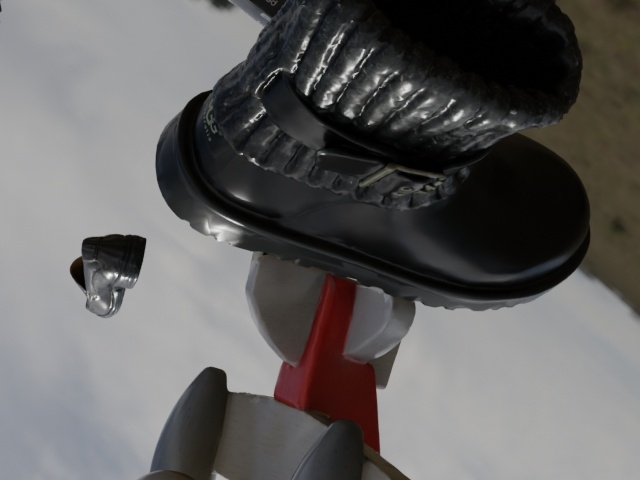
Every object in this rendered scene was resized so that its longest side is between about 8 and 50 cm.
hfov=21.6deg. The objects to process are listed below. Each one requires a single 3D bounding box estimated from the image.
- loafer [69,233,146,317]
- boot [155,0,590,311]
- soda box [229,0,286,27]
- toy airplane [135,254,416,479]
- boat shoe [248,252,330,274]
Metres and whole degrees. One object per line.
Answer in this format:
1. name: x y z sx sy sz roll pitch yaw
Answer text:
1. loafer: -0.220 0.031 1.672 0.061 0.062 0.170 14 153 -12
2. boot: 0.093 -0.069 1.061 0.348 0.260 0.131 8 -120 -32
3. soda box: -0.085 -0.244 1.367 0.169 0.060 0.053 36 174 -16
4. toy airplane: -0.041 0.201 1.412 0.272 0.386 0.384 -5 -129 -21
5. boat shoe: 0.001 -0.004 1.888 0.091 0.109 0.305 22 -164 12
